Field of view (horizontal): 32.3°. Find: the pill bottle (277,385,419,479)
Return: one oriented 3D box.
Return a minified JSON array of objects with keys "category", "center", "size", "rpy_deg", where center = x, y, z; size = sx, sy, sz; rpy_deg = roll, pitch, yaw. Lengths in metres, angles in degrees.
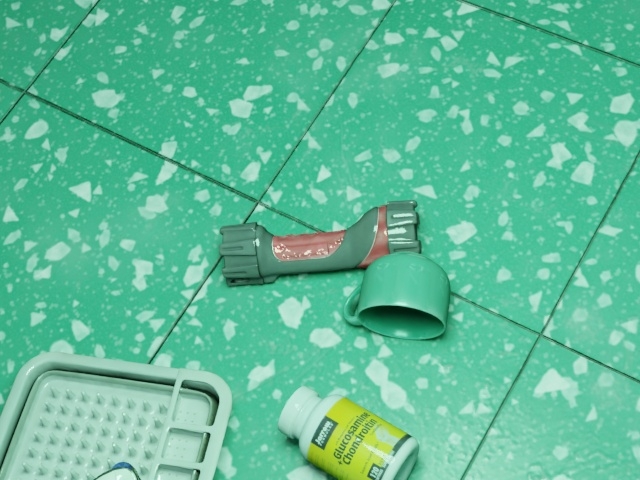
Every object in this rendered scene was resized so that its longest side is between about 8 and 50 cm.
[{"category":"pill bottle","center":[0.036,0.277,1.532],"size":[0.184,0.103,0.103],"rpy_deg":[27,70,21]}]

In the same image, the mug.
[{"category":"mug","center":[0.110,0.074,1.610],"size":[0.158,0.129,0.097],"rpy_deg":[7,65,9]}]

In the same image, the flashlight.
[{"category":"flashlight","center":[0.000,0.000,1.683],"size":[0.304,0.103,0.103],"rpy_deg":[-4,63,7]}]

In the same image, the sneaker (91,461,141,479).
[{"category":"sneaker","center":[-0.236,0.384,1.399],"size":[0.315,0.127,0.182],"rpy_deg":[16,69,17]}]

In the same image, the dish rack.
[{"category":"dish rack","center":[-0.303,0.310,1.574],"size":[0.333,0.072,0.285],"rpy_deg":[7,59,11]}]
